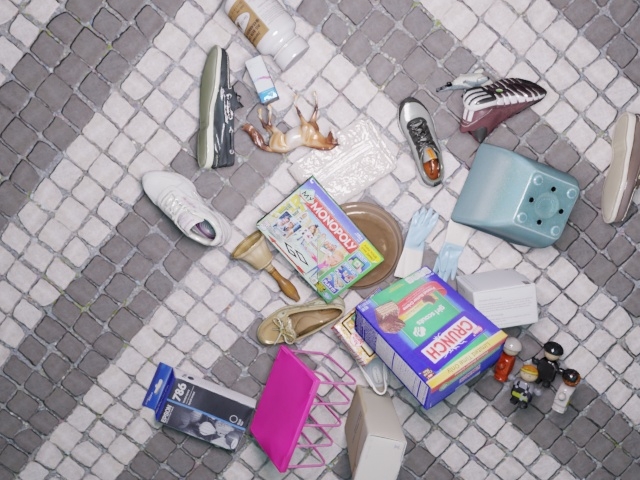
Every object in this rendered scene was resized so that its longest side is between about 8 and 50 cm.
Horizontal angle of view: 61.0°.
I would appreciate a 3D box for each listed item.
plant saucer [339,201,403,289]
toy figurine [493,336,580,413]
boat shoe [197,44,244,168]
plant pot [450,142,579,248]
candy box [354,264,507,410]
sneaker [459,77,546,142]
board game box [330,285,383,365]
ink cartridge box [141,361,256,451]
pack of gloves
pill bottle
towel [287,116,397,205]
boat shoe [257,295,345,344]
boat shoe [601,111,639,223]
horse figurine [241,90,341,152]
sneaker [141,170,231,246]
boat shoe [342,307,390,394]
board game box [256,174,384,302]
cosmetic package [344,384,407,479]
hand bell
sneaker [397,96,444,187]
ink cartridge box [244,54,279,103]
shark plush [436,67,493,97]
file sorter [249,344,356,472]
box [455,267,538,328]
[{"bbox_3d":[0.109,0.023,1.612,0.278,0.041,0.277,0,109,-1],"label":"plant saucer"},{"bbox_3d":[0.643,0.392,1.612,0.213,0.209,0.148,10,109,-4],"label":"toy figurine"},{"bbox_3d":[-0.273,-0.369,1.533,0.113,0.127,0.339,2,91,-31],"label":"boat shoe"},{"bbox_3d":[0.555,-0.113,1.498,0.247,0.252,0.247,19,97,-12],"label":"plant pot"},{"bbox_3d":[0.290,0.252,1.484,0.268,0.317,0.122,-27,141,-22],"label":"candy box"},{"bbox_3d":[0.508,-0.367,1.563,0.282,0.106,0.162,-13,138,-22],"label":"sneaker"},{"bbox_3d":[0.149,0.252,1.610,0.193,0.045,0.146,-37,84,-23],"label":"board game box"},{"bbox_3d":[-0.382,0.517,1.687,0.333,0.065,0.165,22,98,-3],"label":"ink cartridge box"},{"bbox_3d":[0.340,0.015,1.644,0.195,0.046,0.232,14,101,-15],"label":"pack of gloves"},{"bbox_3d":[-0.143,-0.586,1.489,0.131,0.131,0.229,-41,97,5],"label":"pill bottle"},{"bbox_3d":[0.068,-0.216,1.591,0.282,0.049,0.187,-35,97,4],"label":"towel"},{"bbox_3d":[-0.061,0.242,1.636,0.285,0.089,0.104,-26,99,3],"label":"boat shoe"},{"bbox_3d":[0.898,-0.205,1.577,0.097,0.116,0.324,8,93,1],"label":"boat shoe"},{"bbox_3d":[-0.087,-0.317,1.555,0.263,0.066,0.174,-14,96,10],"label":"horse figurine"},{"bbox_3d":[-0.384,-0.094,1.549,0.305,0.152,0.114,39,98,-5],"label":"sneaker"},{"bbox_3d":[0.148,0.337,1.651,0.098,0.096,0.277,-24,97,6],"label":"boat shoe"},{"bbox_3d":[0.000,0.000,1.558,0.213,0.046,0.317,-39,103,13],"label":"board game box"},{"bbox_3d":[0.152,0.563,1.578,0.113,0.309,0.160,15,98,-3],"label":"cosmetic package"},{"bbox_3d":[-0.142,0.095,1.621,0.126,0.126,0.242,-37,110,4],"label":"hand bell"},{"bbox_3d":[0.299,-0.281,1.557,0.100,0.108,0.271,-20,97,4],"label":"sneaker"},{"bbox_3d":[-0.163,-0.450,1.530,0.052,0.088,0.122,-24,98,3],"label":"ink cartridge box"},{"bbox_3d":[0.419,-0.439,1.563,0.161,0.073,0.067,-14,130,-5],"label":"shark plush"},{"bbox_3d":[-0.045,0.492,1.605,0.182,0.202,0.290,14,101,-37],"label":"file sorter"},{"bbox_3d":[0.512,0.168,1.588,0.182,0.181,0.119,-9,102,0],"label":"box"}]
